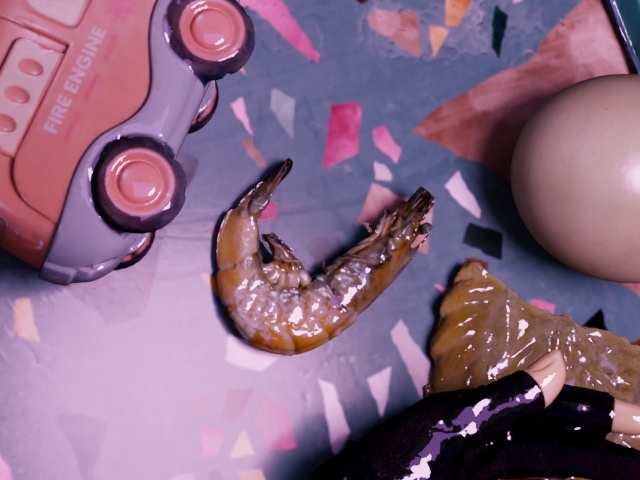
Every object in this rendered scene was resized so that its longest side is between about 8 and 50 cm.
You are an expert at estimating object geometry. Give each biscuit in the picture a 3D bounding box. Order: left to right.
[{"bbox_3d":[0.213,0.152,1.432,0.273,0.036,0.187,24,79,-20],"label":"biscuit"}]

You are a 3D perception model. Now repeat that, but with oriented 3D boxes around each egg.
[{"bbox_3d":[0.292,-0.054,1.410,0.253,0.188,0.189,6,81,-31],"label":"egg"}]

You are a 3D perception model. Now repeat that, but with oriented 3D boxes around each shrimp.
[{"bbox_3d":[0.000,0.000,1.359,0.217,0.051,0.150,-39,92,-18],"label":"shrimp"}]

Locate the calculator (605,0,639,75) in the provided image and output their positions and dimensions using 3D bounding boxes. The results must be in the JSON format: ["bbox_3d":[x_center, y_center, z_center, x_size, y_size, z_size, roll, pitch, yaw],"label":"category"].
[{"bbox_3d":[0.423,-0.222,1.558,0.274,0.058,0.248,-24,94,-25],"label":"calculator"}]

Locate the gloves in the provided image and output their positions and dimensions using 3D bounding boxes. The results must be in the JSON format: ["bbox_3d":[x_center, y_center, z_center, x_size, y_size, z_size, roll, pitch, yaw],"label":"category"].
[{"bbox_3d":[0.142,0.191,1.313,0.301,0.152,0.197,-7,123,1],"label":"gloves"}]

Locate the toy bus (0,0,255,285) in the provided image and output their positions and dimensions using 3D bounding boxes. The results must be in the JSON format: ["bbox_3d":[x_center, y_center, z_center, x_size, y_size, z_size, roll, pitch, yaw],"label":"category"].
[{"bbox_3d":[-0.195,-0.115,1.226,0.232,0.194,0.288,23,75,-6],"label":"toy bus"}]
